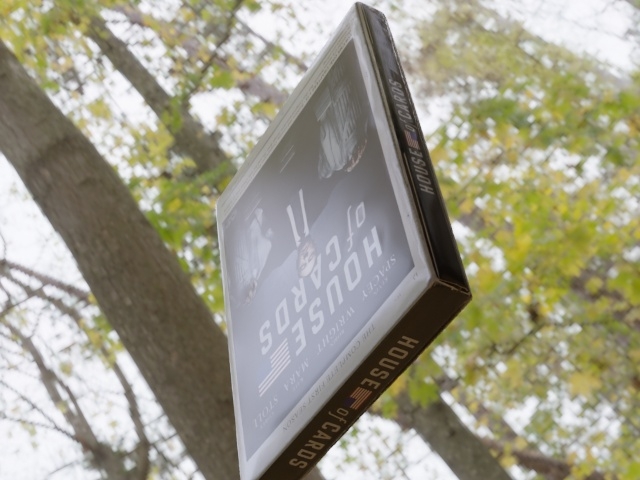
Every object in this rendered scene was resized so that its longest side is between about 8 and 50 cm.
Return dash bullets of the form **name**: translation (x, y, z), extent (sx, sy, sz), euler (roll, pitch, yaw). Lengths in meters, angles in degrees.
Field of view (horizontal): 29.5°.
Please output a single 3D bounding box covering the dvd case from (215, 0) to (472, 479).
- **dvd case**: translation (0.000, 0.000, 0.684), extent (0.029, 0.239, 0.179), euler (21, -54, -26)
